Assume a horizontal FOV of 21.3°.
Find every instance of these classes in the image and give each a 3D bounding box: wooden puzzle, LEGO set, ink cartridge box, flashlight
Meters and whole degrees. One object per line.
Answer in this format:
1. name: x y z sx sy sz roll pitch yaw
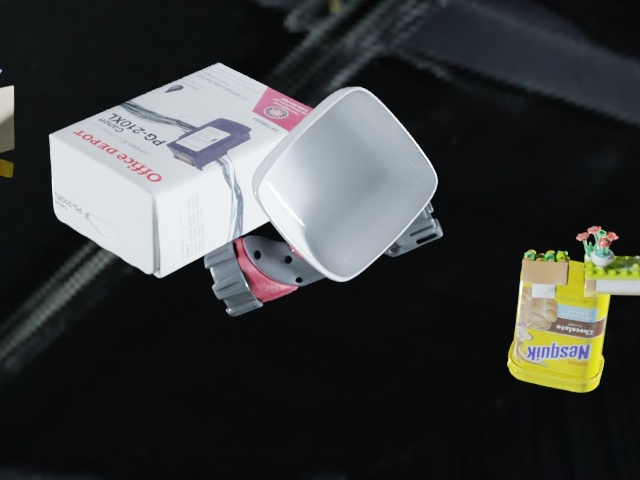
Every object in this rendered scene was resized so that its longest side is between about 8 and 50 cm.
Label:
1. wooden puzzle: -0.336 -0.122 1.757 0.014 0.116 0.078 6 6 16
2. LEGO set: 0.336 0.026 1.670 0.287 0.132 0.107 26 -45 34
3. ink cartridge box: -0.135 -0.078 1.757 0.237 0.172 0.100 -28 -47 -36
4. flashlight: 0.000 0.000 2.273 0.304 0.103 0.103 -24 -22 9

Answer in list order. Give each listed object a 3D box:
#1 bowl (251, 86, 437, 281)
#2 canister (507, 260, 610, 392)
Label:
1. bowl: 0.015 -0.052 1.486 0.142 0.053 0.142 -46 -61 -7
2. canister: 0.317 0.109 2.253 0.126 0.073 0.170 11 -50 13
